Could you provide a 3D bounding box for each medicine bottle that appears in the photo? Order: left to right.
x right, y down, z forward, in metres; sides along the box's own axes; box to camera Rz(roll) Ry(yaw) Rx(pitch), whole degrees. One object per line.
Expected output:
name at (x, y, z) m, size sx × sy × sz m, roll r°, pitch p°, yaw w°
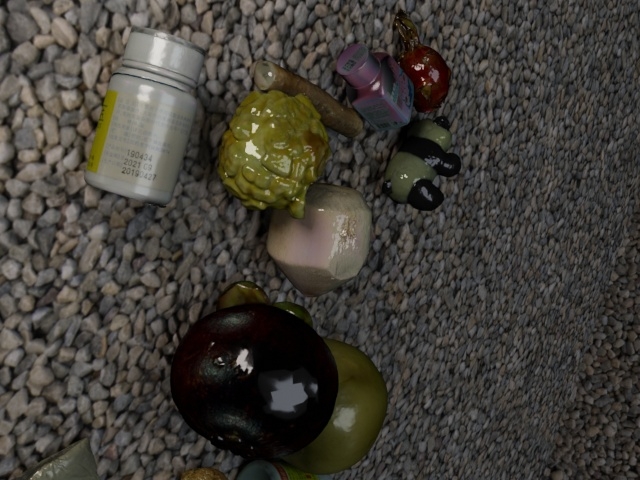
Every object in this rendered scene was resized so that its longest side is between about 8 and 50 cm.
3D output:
medicine bottle at (-0.273, -0.194, 1.180) m, size 0.143 × 0.143 × 0.257 m, roll 14°, pitch 94°, yaw -49°
medicine bottle at (-0.077, 0.572, 1.681) m, size 0.225 × 0.139 × 0.139 m, roll 25°, pitch 85°, yaw -49°
medicine bottle at (0.115, -0.329, 1.572) m, size 0.188 × 0.095 × 0.119 m, roll 37°, pitch 54°, yaw -46°

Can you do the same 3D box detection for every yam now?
yam at (-0.019, -0.281, 1.488) m, size 0.300 × 0.066 × 0.066 m, roll 21°, pitch 88°, yaw -48°

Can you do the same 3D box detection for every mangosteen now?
mangosteen at (-0.119, 0.248, 1.401) m, size 0.330 × 0.330 × 0.329 m, roll -20°, pitch 118°, yaw -42°

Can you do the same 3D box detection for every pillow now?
pillow at (-0.446, 0.469, 1.311) m, size 0.148 × 0.050 × 0.229 m, roll -26°, pitch 125°, yaw -34°

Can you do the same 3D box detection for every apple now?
apple at (0.027, 0.371, 1.649) m, size 0.258 × 0.233 × 0.294 m, roll -19°, pitch 118°, yaw -39°

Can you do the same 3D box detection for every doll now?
doll at (0.235, -0.180, 1.744) m, size 0.135 × 0.144 × 0.234 m, roll 44°, pitch 72°, yaw -40°

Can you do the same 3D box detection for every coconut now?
coconut at (0.000, 0.000, 1.500) m, size 0.224 × 0.224 × 0.233 m, roll 4°, pitch 89°, yaw -48°

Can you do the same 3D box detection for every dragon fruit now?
dragon fruit at (0.217, -0.402, 1.674) m, size 0.126 × 0.125 × 0.246 m, roll -25°, pitch 107°, yaw -18°

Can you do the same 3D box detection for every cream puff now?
cream puff at (-0.237, 0.527, 1.523) m, size 0.120 × 0.104 × 0.133 m, roll -12°, pitch 112°, yaw -37°

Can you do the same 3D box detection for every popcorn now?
popcorn at (-0.076, -0.157, 1.354) m, size 0.217 × 0.181 × 0.235 m, roll 39°, pitch 52°, yaw -8°
